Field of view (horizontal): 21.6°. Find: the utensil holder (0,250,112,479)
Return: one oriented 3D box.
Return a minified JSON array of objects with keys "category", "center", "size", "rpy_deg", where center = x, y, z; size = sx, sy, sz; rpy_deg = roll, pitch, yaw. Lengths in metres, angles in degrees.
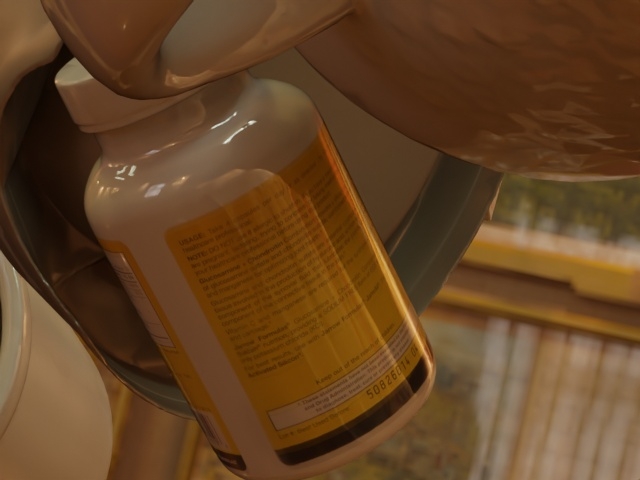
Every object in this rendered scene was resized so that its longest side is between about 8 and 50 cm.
[{"category":"utensil holder","center":[-0.371,0.137,1.467],"size":[0.327,0.328,0.385],"rpy_deg":[12,-18,9]}]

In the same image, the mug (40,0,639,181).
[{"category":"mug","center":[0.087,-0.152,0.460],"size":[0.276,0.374,0.328],"rpy_deg":[58,-16,-1]}]

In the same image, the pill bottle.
[{"category":"pill bottle","center":[-0.032,-0.001,0.681],"size":[0.103,0.103,0.184],"rpy_deg":[6,-53,56]}]

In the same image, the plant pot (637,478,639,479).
[{"category":"plant pot","center":[0.202,0.301,1.036],"size":[0.191,0.284,0.284],"rpy_deg":[-30,-27,25]}]

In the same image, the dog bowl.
[{"category":"dog bowl","center":[-0.032,-0.086,0.860],"size":[0.102,0.349,0.349],"rpy_deg":[24,2,38]}]

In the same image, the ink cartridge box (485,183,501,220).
[{"category":"ink cartridge box","center":[0.114,-0.047,1.205],"size":[0.028,0.083,0.048],"rpy_deg":[12,-20,16]}]
